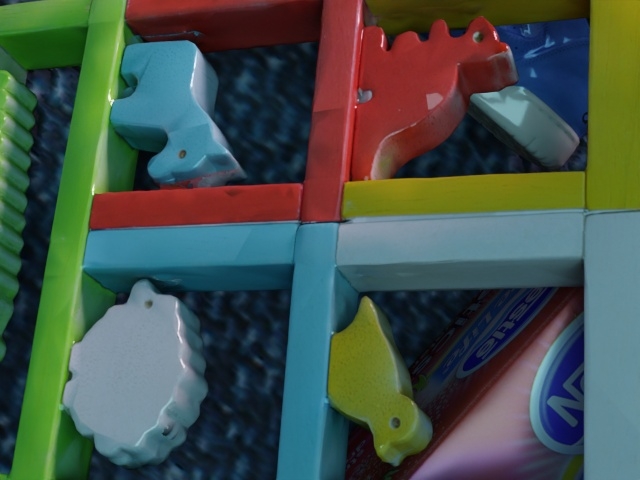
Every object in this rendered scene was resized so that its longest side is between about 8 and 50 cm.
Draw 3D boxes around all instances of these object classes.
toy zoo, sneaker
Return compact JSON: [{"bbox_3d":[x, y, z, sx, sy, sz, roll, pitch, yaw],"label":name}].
[{"bbox_3d":[0.000,0.000,0.403,0.293,0.030,0.192,-2,68,19],"label":"toy zoo"},{"bbox_3d":[0.058,-0.104,0.479,0.152,0.058,0.084,38,93,-8],"label":"sneaker"}]

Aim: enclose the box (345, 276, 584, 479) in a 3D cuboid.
[{"bbox_3d":[0.109,0.062,0.450,0.122,0.128,0.257,43,87,-3],"label":"box"}]
